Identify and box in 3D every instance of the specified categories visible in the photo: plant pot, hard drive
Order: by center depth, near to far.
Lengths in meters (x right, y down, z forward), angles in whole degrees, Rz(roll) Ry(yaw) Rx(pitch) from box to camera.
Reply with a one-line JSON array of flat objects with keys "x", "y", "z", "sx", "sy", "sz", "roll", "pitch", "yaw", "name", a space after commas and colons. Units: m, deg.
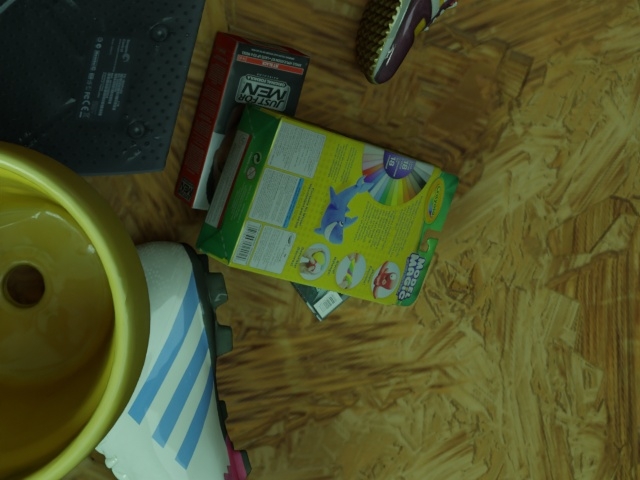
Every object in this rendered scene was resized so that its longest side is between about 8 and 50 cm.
[{"x": -0.239, "y": 0.048, "z": 1.337, "sx": 0.254, "sy": 0.239, "sz": 0.254, "roll": 0, "pitch": 96, "yaw": 5, "name": "plant pot"}, {"x": -0.223, "y": -0.134, "z": 1.399, "sx": 0.254, "sy": 0.054, "sz": 0.172, "roll": 1, "pitch": 118, "yaw": -30, "name": "hard drive"}]

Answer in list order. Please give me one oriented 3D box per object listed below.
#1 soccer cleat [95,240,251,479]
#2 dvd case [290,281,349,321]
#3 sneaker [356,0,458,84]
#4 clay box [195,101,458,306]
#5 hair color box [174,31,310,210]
[{"x": -0.137, "y": 0.161, "z": 1.535, "sx": 0.143, "sy": 0.116, "sz": 0.331, "roll": -12, "pitch": 106, "yaw": -13, "name": "soccer cleat"}, {"x": 0.000, "y": 0.000, "z": 1.593, "sx": 0.087, "sy": 0.013, "sz": 0.119, "roll": -41, "pitch": 118, "yaw": -8, "name": "dvd case"}, {"x": 0.096, "y": -0.209, "z": 1.538, "sx": 0.084, "sy": 0.069, "sz": 0.185, "roll": 19, "pitch": 99, "yaw": -24, "name": "sneaker"}, {"x": 0.011, "y": -0.025, "z": 1.534, "sx": 0.222, "sy": 0.053, "sz": 0.127, "roll": 16, "pitch": 97, "yaw": -45, "name": "clay box"}, {"x": -0.064, "y": -0.093, "z": 1.515, "sx": 0.072, "sy": 0.043, "sz": 0.141, "roll": 9, "pitch": 103, "yaw": -29, "name": "hair color box"}]
